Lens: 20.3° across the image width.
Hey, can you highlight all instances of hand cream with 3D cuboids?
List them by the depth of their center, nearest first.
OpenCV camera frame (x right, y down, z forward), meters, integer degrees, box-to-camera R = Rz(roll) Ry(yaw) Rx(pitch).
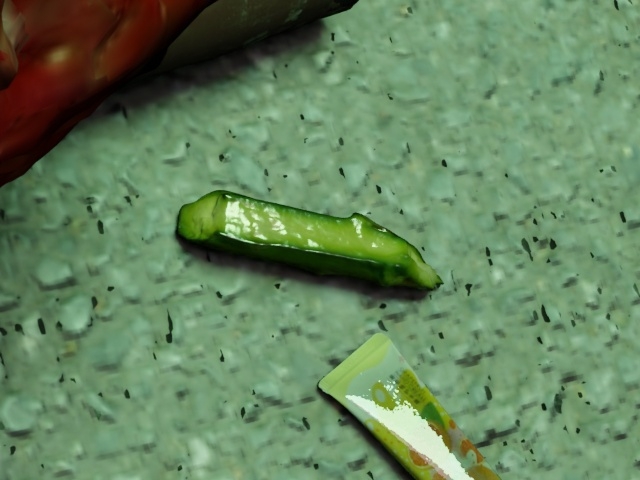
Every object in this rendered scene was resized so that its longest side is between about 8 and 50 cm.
[{"bbox_3d":[0.044,0.081,0.668,0.035,0.022,0.102,-38,84,-22],"label":"hand cream"}]

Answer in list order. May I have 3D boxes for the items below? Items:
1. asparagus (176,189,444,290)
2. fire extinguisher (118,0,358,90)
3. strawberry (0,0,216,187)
[{"bbox_3d":[0.000,0.001,0.677,0.108,0.021,0.025,13,67,-16],"label":"asparagus"},{"bbox_3d":[-0.104,-0.070,0.640,0.267,0.072,0.089,-23,120,-26],"label":"fire extinguisher"},{"bbox_3d":[-0.181,-0.126,0.435,0.310,0.292,0.292,-27,83,-27],"label":"strawberry"}]
